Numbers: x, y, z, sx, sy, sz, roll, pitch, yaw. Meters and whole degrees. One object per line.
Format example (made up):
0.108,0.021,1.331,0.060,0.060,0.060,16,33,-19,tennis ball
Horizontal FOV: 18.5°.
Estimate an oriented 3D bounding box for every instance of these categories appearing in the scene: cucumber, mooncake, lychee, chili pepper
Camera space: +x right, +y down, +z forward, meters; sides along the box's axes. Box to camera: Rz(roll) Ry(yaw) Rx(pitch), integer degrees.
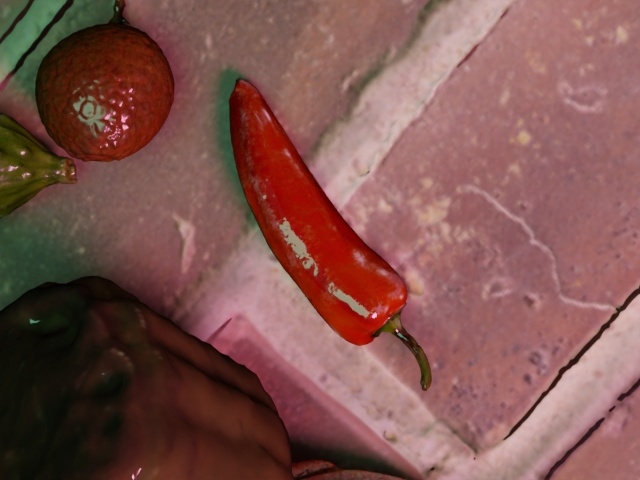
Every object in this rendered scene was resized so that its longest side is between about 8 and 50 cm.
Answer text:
-0.307,-0.055,1.495,0.244,0.134,0.134,0,98,3,cucumber
-0.180,0.194,1.387,0.324,0.324,0.187,-41,131,14,mooncake
-0.156,-0.121,1.464,0.101,0.140,0.114,25,140,4,lychee
0.000,0.000,1.460,0.272,0.071,0.063,54,144,6,chili pepper

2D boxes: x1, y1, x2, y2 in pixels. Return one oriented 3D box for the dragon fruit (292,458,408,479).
0.037,0.290,1.418,0.268,0.130,0.295,-35,75,-26,dragon fruit
